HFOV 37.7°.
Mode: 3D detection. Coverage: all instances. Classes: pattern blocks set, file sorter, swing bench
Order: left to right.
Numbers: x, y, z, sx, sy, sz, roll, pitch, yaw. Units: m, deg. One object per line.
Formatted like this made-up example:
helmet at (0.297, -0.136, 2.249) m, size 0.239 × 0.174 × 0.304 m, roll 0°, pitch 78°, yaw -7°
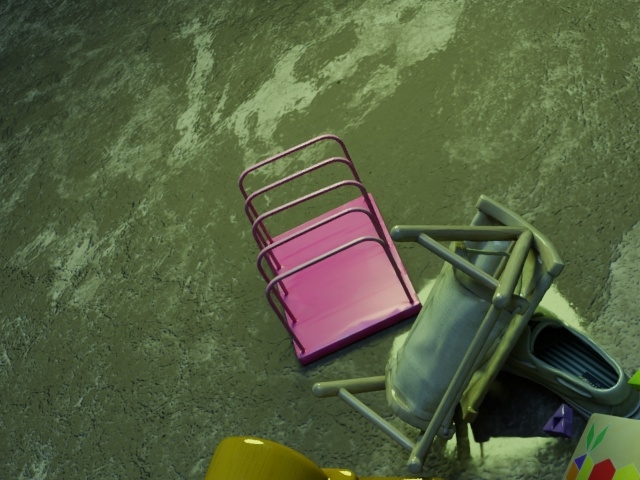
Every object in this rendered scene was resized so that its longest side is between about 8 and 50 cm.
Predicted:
file sorter at (0.000, 0.000, 1.461) m, size 0.202 × 0.182 × 0.290 m, roll -25°, pitch 40°, yaw 5°
swing bench at (0.162, 0.104, 1.150) m, size 0.165 × 0.253 × 0.255 m, roll 35°, pitch 28°, yaw 24°
pattern blocks set at (0.310, 0.249, 0.971) m, size 0.285 × 0.026 × 0.325 m, roll -59°, pitch 13°, yaw -5°

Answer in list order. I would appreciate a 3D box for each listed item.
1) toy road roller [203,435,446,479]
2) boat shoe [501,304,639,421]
toy road roller at (-0.005, 0.342, 1.059) m, size 0.330 × 0.240 × 0.202 m, roll -6°, pitch 46°, yaw 26°
boat shoe at (0.294, 0.133, 1.217) m, size 0.109 × 0.094 × 0.302 m, roll -42°, pitch 41°, yaw -15°
